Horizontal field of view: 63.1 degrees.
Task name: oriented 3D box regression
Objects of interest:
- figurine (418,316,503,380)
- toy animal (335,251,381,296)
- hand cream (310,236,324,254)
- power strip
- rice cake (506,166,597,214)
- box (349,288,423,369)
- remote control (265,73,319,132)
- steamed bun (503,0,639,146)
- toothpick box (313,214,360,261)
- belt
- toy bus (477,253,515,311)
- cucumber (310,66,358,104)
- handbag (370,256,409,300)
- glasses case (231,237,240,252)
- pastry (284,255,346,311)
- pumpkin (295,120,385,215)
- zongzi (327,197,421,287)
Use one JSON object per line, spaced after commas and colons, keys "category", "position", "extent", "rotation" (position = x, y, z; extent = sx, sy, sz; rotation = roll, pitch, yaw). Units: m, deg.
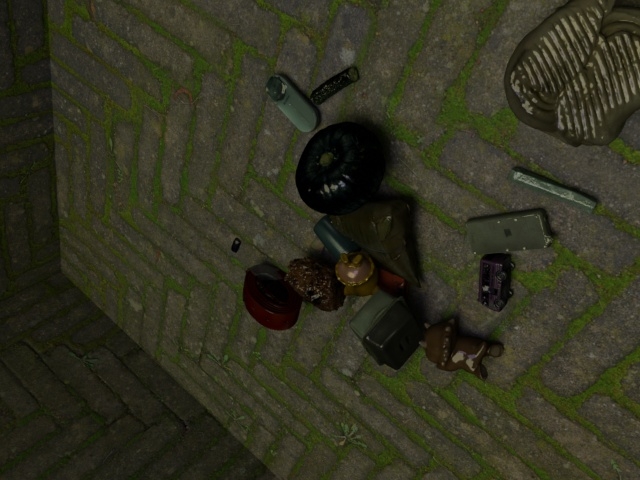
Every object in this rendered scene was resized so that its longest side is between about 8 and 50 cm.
{"category": "figurine", "position": [0.467, 0.360, 1.803], "extent": [0.247, 0.177, 0.173], "rotation": [13, 142, 47]}
{"category": "toy animal", "position": [0.134, 0.122, 1.856], "extent": [0.156, 0.156, 0.230], "rotation": [16, 153, 32]}
{"category": "hand cream", "position": [0.000, 0.000, 2.071], "extent": [0.061, 0.039, 0.143], "rotation": [42, 139, 11]}
{"category": "power strip", "position": [0.568, -0.023, 1.583], "extent": [0.270, 0.046, 0.118], "rotation": [-8, 107, 43]}
{"category": "rice cake", "position": [0.643, -0.142, 1.454], "extent": [0.245, 0.042, 0.045], "rotation": [28, 127, 24]}
{"category": "box", "position": [0.245, 0.324, 1.874], "extent": [0.166, 0.220, 0.290], "rotation": [35, 168, 37]}
{"category": "remote control", "position": [-0.098, -0.487, 1.846], "extent": [0.247, 0.052, 0.104], "rotation": [49, 134, 6]}
{"category": "steamed bun", "position": [0.604, -0.397, 1.223], "extent": [0.310, 0.219, 0.324], "rotation": [34, 108, -1]}
{"category": "toothpick box", "position": [0.063, -0.011, 1.952], "extent": [0.184, 0.120, 0.120], "rotation": [46, 135, 10]}
{"category": "belt", "position": [-0.213, 0.237, 2.253], "extent": [0.324, 0.227, 0.115], "rotation": [48, 138, 33]}
{"category": "toy bus", "position": [0.556, 0.130, 1.659], "extent": [0.098, 0.087, 0.178], "rotation": [13, 119, 36]}
{"category": "cucumber", "position": [0.044, -0.510, 1.714], "extent": [0.187, 0.058, 0.058], "rotation": [-20, 101, 44]}
{"category": "handbag", "position": [0.242, 0.152, 1.947], "extent": [0.190, 0.063, 0.127], "rotation": [22, 127, 33]}
{"category": "glasses case", "position": [-0.394, 0.025, 2.413], "extent": [0.033, 0.023, 0.083], "rotation": [41, 134, 15]}
{"category": "pastry", "position": [-0.005, 0.157, 2.068], "extent": [0.275, 0.193, 0.275], "rotation": [38, 176, 3]}
{"category": "pumpkin", "position": [0.073, -0.230, 1.710], "extent": [0.315, 0.238, 0.315], "rotation": [-16, 62, 34]}
{"category": "zongzi", "position": [0.199, 0.005, 1.852], "extent": [0.323, 0.160, 0.360], "rotation": [16, 141, 47]}
